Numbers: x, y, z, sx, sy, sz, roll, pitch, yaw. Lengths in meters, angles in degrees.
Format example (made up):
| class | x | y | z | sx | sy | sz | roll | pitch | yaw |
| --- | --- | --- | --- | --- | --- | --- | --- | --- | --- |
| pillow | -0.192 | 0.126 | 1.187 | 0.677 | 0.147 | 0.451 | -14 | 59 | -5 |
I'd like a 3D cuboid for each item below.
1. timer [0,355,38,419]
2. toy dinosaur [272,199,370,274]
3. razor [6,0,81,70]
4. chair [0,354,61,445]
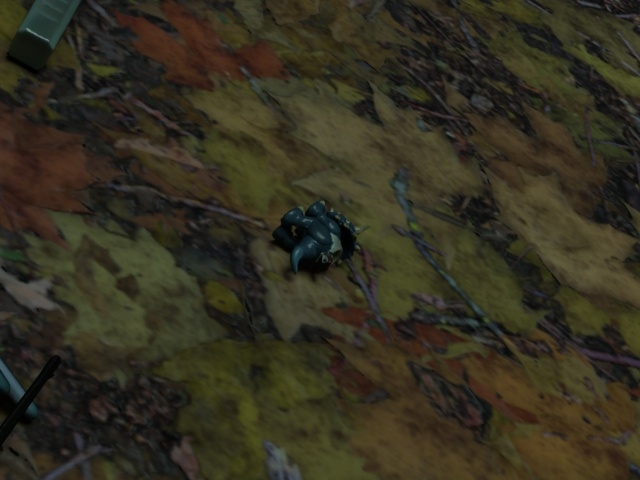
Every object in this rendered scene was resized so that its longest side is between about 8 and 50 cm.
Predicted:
| class | x | y | z | sx | sy | sz | roll | pitch | yaw |
| --- | --- | --- | --- | --- | --- | --- | --- | --- | --- |
| timer | -0.255 | -0.016 | 0.941 | 0.175 | 0.175 | 0.255 | -4 | 76 | -47 |
| toy dinosaur | 0.000 | 0.000 | 1.245 | 0.047 | 0.030 | 0.083 | 44 | 32 | 21 |
| razor | -0.180 | -0.210 | 1.352 | 0.111 | 0.056 | 0.278 | 29 | 30 | -11 |
| chair | -0.245 | 0.114 | 0.728 | 0.158 | 0.172 | 0.247 | 33 | 23 | -2 |
